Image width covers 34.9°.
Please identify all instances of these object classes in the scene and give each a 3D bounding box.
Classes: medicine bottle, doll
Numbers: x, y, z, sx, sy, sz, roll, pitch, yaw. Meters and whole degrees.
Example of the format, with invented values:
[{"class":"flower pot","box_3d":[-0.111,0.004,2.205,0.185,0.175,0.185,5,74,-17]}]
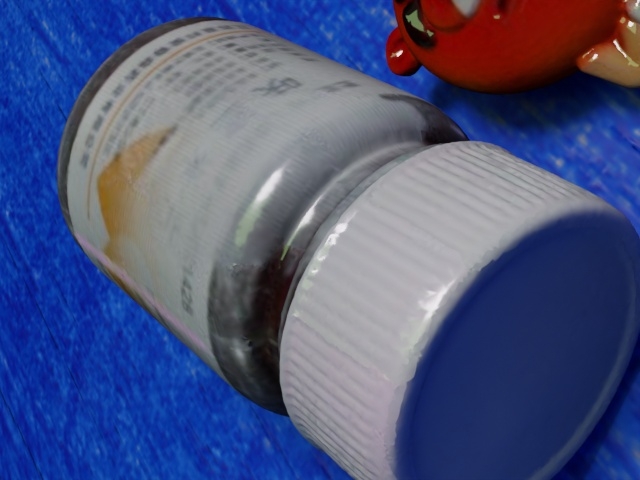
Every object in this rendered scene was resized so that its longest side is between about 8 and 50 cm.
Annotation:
[{"class":"medicine bottle","box_3d":[0.000,0.000,0.489,0.273,0.165,0.165,32,102,45]},{"class":"doll","box_3d":[0.112,-0.151,0.480,0.217,0.085,0.183,-22,66,29]}]
